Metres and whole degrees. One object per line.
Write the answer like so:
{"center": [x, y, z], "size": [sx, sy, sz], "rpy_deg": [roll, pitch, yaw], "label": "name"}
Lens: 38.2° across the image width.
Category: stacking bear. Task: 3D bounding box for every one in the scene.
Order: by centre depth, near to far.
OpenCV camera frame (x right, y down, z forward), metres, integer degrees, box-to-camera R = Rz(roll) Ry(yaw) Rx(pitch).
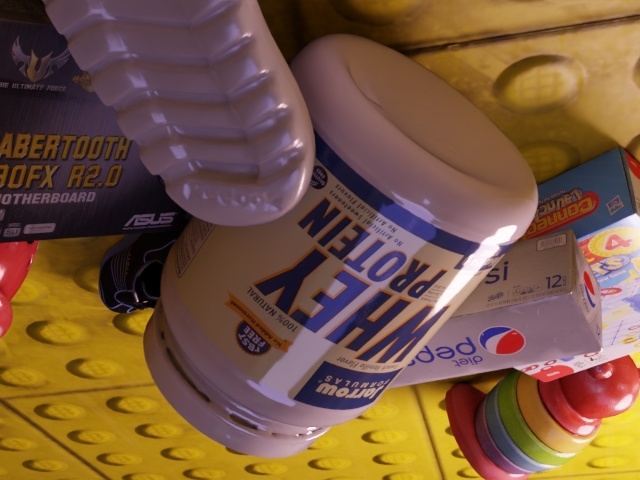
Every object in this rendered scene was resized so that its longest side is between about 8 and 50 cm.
{"center": [0.345, 0.241, 1.363], "size": [0.175, 0.164, 0.289], "rpy_deg": [16, 140, -26], "label": "stacking bear"}

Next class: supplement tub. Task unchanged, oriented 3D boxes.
{"center": [0.005, 0.012, 0.811], "size": [0.235, 0.235, 0.325], "rpy_deg": [19, 122, -30], "label": "supplement tub"}

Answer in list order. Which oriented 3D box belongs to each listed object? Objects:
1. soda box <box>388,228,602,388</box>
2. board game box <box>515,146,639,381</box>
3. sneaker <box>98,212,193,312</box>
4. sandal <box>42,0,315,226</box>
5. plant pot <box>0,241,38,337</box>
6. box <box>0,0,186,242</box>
{"center": [0.148, 0.082, 0.989], "size": [0.286, 0.091, 0.098], "rpy_deg": [-16, 129, 28], "label": "soda box"}
{"center": [0.305, 0.049, 1.103], "size": [0.302, 0.086, 0.308], "rpy_deg": [26, 139, -37], "label": "board game box"}
{"center": [-0.206, 0.046, 1.079], "size": [0.081, 0.090, 0.232], "rpy_deg": [14, 145, -24], "label": "sneaker"}
{"center": [-0.112, -0.200, 0.606], "size": [0.169, 0.102, 0.416], "rpy_deg": [-6, 120, 18], "label": "sandal"}
{"center": [-0.388, 0.012, 0.936], "size": [0.191, 0.174, 0.191], "rpy_deg": [2, 148, 1], "label": "plant pot"}
{"center": [-0.185, -0.090, 0.730], "size": [0.231, 0.056, 0.183], "rpy_deg": [-5, 128, -48], "label": "box"}
